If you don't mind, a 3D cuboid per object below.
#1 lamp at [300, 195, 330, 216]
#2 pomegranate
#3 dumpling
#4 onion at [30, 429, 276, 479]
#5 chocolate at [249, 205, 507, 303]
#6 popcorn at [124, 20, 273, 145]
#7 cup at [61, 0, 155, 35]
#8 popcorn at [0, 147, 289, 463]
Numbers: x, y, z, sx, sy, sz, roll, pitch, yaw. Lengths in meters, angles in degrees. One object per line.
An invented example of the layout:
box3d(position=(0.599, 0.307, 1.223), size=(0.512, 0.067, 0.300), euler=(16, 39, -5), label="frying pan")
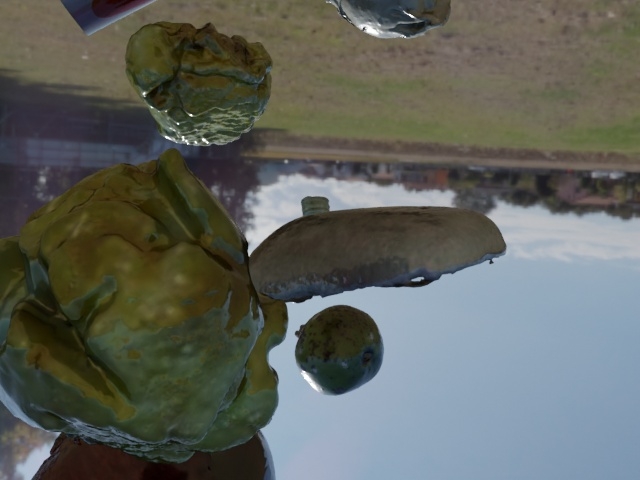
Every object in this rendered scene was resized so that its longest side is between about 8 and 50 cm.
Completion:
box3d(position=(0.000, 0.000, 1.543), size=(0.106, 0.193, 0.106), euler=(-5, 161, -2), label="lamp")
box3d(position=(0.025, 0.244, 1.667), size=(0.214, 0.214, 0.248), euler=(-1, -170, -36), label="pomegranate")
box3d(position=(0.129, -0.461, 1.308), size=(0.247, 0.172, 0.142), euler=(26, 155, 14), label="dumpling")
box3d(position=(-0.206, 0.337, 0.928), size=(0.341, 0.341, 0.341), euler=(3, -175, 0), label="onion")
box3d(position=(0.056, 0.010, 0.851), size=(0.303, 0.100, 0.185), euler=(-7, 180, 30), label="chocolate")
box3d(position=(-0.188, -0.268, 1.223), size=(0.225, 0.173, 0.286), euler=(-14, 165, 2), label="popcorn")
box3d(position=(-0.353, -0.517, 1.347), size=(0.288, 0.203, 0.203), euler=(-34, -172, -2), label="cup")
box3d(position=(-0.145, 0.072, 0.599), size=(0.226, 0.276, 0.276), euler=(-26, -177, 7), label="popcorn")
